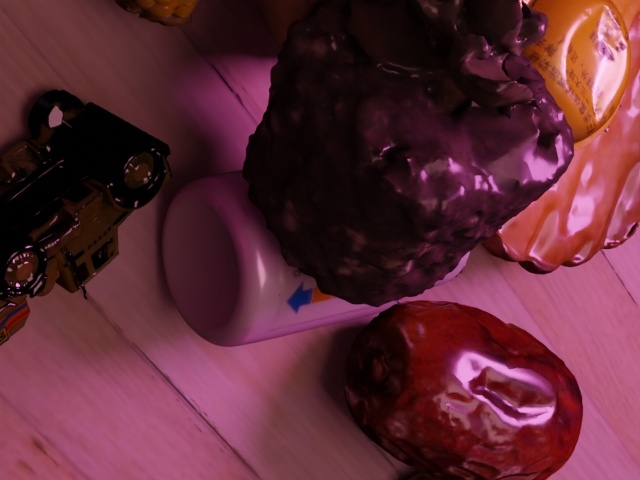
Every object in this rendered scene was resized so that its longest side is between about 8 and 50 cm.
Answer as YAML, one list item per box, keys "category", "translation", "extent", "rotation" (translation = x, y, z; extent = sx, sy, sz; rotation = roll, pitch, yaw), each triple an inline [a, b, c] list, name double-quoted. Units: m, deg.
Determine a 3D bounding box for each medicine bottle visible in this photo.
- category: "medicine bottle"
  translation: [0.000, 0.000, 1.593]
  extent: [0.254, 0.152, 0.152]
  rotation: [-13, 111, -36]

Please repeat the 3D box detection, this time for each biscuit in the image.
- category: "biscuit"
  translation: [0.231, -0.129, 1.770]
  extent: [0.326, 0.107, 0.325]
  rotation: [-11, 107, -38]

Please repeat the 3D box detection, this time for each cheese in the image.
- category: "cheese"
  translation: [0.245, -0.194, 1.661]
  extent: [0.177, 0.069, 0.270]
  rotation: [44, 69, -36]

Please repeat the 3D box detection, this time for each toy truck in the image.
- category: "toy truck"
  translation: [-0.235, -0.001, 1.430]
  extent: [0.257, 0.127, 0.127]
  rotation: [-44, 141, -21]

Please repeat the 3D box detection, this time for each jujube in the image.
- category: "jujube"
  translation: [0.139, 0.155, 1.730]
  extent: [0.243, 0.183, 0.183]
  rotation: [17, 92, -37]

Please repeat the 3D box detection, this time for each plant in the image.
- category: "plant"
  translation: [0.084, -0.110, 1.410]
  extent: [0.213, 0.215, 0.312]
  rotation: [-17, 152, -42]

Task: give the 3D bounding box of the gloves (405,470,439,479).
- category: "gloves"
  translation: [0.122, 0.304, 1.824]
  extent: [0.110, 0.094, 0.144]
  rotation: [-48, 120, -32]

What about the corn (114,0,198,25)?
- category: "corn"
  translation: [-0.148, -0.339, 1.395]
  extent: [0.120, 0.120, 0.363]
  rotation: [-25, 119, -31]

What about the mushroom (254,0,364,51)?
- category: "mushroom"
  translation: [0.045, -0.286, 1.570]
  extent: [0.292, 0.217, 0.212]
  rotation: [-23, 162, -18]
